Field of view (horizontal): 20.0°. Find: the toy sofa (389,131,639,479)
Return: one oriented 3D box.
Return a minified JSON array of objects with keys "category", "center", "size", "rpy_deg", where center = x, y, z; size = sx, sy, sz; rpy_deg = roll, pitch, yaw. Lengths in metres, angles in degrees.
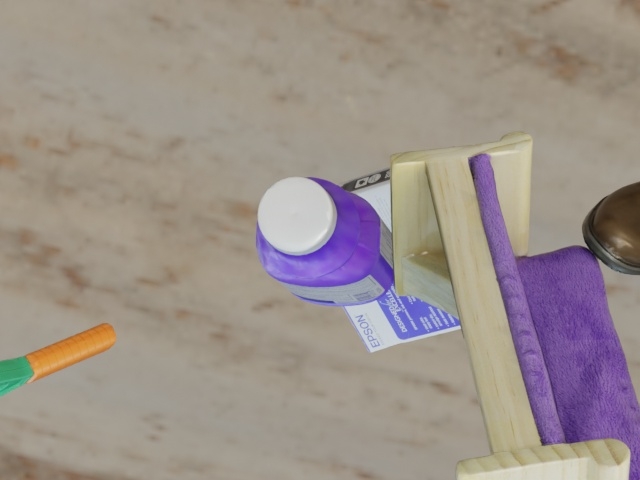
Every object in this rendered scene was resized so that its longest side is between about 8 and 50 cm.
[{"category":"toy sofa","center":[0.161,0.084,1.362],"size":[0.177,0.362,0.150],"rpy_deg":[-7,131,-2]}]

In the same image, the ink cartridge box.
[{"category":"ink cartridge box","center":[0.101,0.014,2.040],"size":[0.208,0.045,0.206],"rpy_deg":[-17,116,27]}]

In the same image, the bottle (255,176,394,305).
[{"category":"bottle","center":[0.000,0.000,1.686],"size":[0.118,0.092,0.283],"rpy_deg":[1,170,10]}]

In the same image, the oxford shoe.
[{"category":"oxford shoe","center":[0.305,-0.038,1.559],"size":[0.083,0.227,0.096],"rpy_deg":[48,134,16]}]

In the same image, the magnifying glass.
[{"category":"magnifying glass","center":[-0.262,0.113,1.487],"size":[0.231,0.026,0.092],"rpy_deg":[-20,165,-43]}]
